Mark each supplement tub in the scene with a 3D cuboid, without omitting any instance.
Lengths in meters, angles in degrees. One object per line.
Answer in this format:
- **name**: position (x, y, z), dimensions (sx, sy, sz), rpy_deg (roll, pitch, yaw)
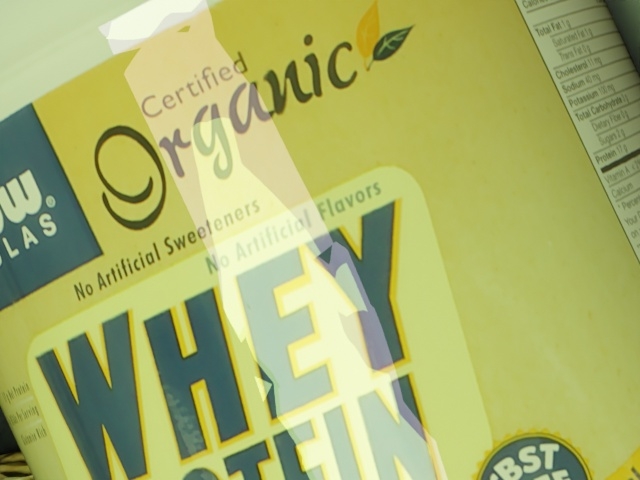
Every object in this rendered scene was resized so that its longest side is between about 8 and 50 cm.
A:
- **supplement tub**: position (0.000, 0.000, 0.597), dimensions (0.228, 0.228, 0.316), rpy_deg (-26, 89, 17)

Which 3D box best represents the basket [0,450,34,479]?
- **basket**: position (-0.115, 0.213, 0.740), dimensions (0.299, 0.223, 0.214), rpy_deg (6, 104, 13)
